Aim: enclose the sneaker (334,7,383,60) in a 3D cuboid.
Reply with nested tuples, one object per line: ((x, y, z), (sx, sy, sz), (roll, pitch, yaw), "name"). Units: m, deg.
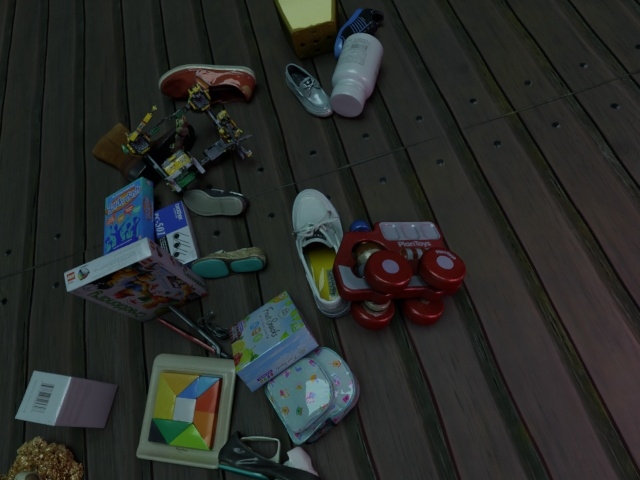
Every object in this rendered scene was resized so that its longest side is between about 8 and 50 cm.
((0.128, -0.680, 1.424), (0.090, 0.081, 0.232), (18, 69, 26), "sneaker")

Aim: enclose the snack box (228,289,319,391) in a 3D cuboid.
((-0.115, 0.221, 0.994), (0.174, 0.070, 0.207), (-33, 22, -5), "snack box")

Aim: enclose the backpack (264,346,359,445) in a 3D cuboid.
((-0.012, 0.328, 0.949), (0.188, 0.144, 0.166), (-33, 58, -9), "backpack")

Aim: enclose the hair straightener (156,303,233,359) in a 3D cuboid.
((-0.294, 0.220, 1.089), (0.230, 0.047, 0.089), (29, 77, 12), "hair straightener")

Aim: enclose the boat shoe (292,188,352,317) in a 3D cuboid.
((-0.008, 0.003, 1.089), (0.135, 0.156, 0.368), (-12, 64, 5), "boat shoe")

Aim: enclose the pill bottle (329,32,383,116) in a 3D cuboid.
((0.105, -0.499, 1.316), (0.131, 0.131, 0.230), (11, 68, 15), "pill bottle")

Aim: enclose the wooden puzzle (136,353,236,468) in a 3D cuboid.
((-0.316, 0.395, 1.022), (0.220, 0.044, 0.239), (1, 70, 12), "wooden puzzle")

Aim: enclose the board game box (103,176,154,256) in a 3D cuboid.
((-0.559, -0.061, 1.262), (0.160, 0.047, 0.211), (-24, 61, 21), "board game box")

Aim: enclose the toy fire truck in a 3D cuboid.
((0.171, 0.052, 1.010), (0.301, 0.170, 0.254), (-1, 45, -14), "toy fire truck")

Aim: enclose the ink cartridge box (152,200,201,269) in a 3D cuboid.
((-0.409, -0.005, 1.233), (0.097, 0.046, 0.207), (-23, 62, -1), "ink cartridge box")

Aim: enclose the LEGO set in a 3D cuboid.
((-0.379, -0.286, 1.233), (0.331, 0.192, 0.255), (-33, 106, -15), "LEGO set")

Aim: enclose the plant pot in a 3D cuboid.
((-0.033, -0.730, 1.422), (0.212, 0.212, 0.187), (-14, 76, 4), "plant pot")

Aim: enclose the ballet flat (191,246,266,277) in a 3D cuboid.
((-0.244, 0.056, 1.172), (0.206, 0.073, 0.067), (-4, 37, 6), "ballet flat")

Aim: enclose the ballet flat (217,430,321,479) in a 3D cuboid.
((-0.088, 0.480, 0.921), (0.280, 0.095, 0.096), (14, 57, 17), "ballet flat")

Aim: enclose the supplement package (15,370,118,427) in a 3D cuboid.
((-0.585, 0.375, 1.014), (0.105, 0.179, 0.105), (3, 66, 12), "supplement package")

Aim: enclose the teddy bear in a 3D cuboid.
((-0.703, 0.621, 0.962), (0.338, 0.113, 0.245), (-37, 66, -7), "teddy bear")

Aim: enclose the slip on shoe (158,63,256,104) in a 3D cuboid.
((-0.378, -0.505, 1.426), (0.330, 0.123, 0.102), (1, 69, 6), "slip on shoe")

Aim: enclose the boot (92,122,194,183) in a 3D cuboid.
((-0.574, -0.316, 1.408), (0.280, 0.096, 0.264), (32, 82, 30), "boot")

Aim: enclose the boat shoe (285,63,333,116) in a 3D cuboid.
((-0.042, -0.477, 1.362), (0.079, 0.081, 0.227), (-37, 64, -7), "boat shoe")

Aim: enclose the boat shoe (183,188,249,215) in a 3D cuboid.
((-0.305, -0.114, 1.269), (0.205, 0.075, 0.065), (8, 24, 20), "boat shoe")

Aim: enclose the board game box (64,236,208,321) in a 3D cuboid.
((-0.420, 0.106, 1.038), (0.192, 0.305, 0.053), (-24, 65, 0), "board game box")
